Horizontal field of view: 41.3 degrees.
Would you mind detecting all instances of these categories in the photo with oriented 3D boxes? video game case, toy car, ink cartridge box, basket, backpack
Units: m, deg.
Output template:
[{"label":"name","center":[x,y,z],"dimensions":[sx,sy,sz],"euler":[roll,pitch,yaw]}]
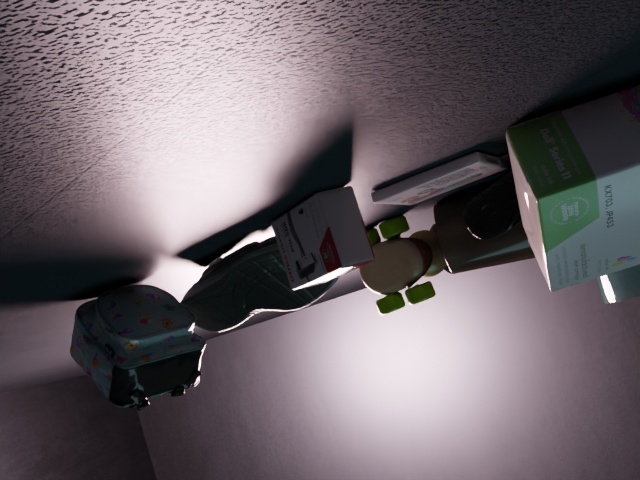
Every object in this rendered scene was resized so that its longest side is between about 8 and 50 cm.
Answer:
[{"label":"video game case","center":[0.166,-0.083,1.175],"dimensions":[0.157,0.019,0.143],"euler":[-21,172,26]},{"label":"toy car","center":[0.178,0.031,1.572],"dimensions":[0.188,0.155,0.149],"euler":[-17,175,-43]},{"label":"ink cartridge box","center":[0.000,0.000,1.077],"dimensions":[0.056,0.099,0.135],"euler":[-14,172,-31]},{"label":"basket","center":[0.323,-0.031,1.475],"dimensions":[0.227,0.154,0.204],"euler":[-16,168,16]},{"label":"backpack","center":[-0.287,0.149,1.298],"dimensions":[0.166,0.144,0.188],"euler":[-15,-150,-42]},{"label":"ink cartridge box","center":[0.421,-0.086,1.021],"dimensions":[0.354,0.119,0.207],"euler":[-19,140,7]}]

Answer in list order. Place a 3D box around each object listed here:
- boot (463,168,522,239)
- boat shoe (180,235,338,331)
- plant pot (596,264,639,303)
[{"label":"boot","center":[0.337,-0.092,1.245],"dimensions":[0.247,0.094,0.207],"euler":[-34,175,28]},{"label":"boat shoe","center":[-0.090,0.047,1.276],"dimensions":[0.118,0.103,0.320],"euler":[39,137,-25]},{"label":"plant pot","center":[0.540,-0.063,1.333],"dimensions":[0.293,0.235,0.293],"euler":[-21,174,-2]}]
